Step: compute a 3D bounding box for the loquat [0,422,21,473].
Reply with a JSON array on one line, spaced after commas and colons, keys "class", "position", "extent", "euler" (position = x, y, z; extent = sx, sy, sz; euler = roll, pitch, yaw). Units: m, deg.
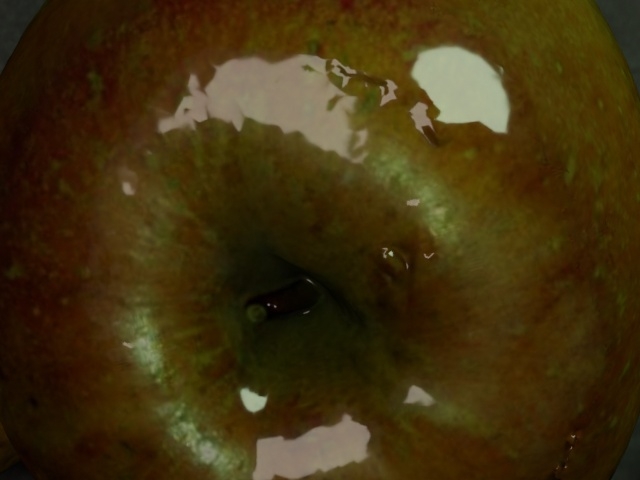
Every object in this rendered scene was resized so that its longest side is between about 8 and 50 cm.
[{"class": "loquat", "position": [-0.230, 0.049, 1.153], "extent": [0.208, 0.208, 0.208], "euler": [-3, 81, 18]}]

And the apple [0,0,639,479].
[{"class": "apple", "position": [0.000, 0.000, 1.019], "extent": [0.374, 0.374, 0.384], "euler": [8, 108, 19]}]
